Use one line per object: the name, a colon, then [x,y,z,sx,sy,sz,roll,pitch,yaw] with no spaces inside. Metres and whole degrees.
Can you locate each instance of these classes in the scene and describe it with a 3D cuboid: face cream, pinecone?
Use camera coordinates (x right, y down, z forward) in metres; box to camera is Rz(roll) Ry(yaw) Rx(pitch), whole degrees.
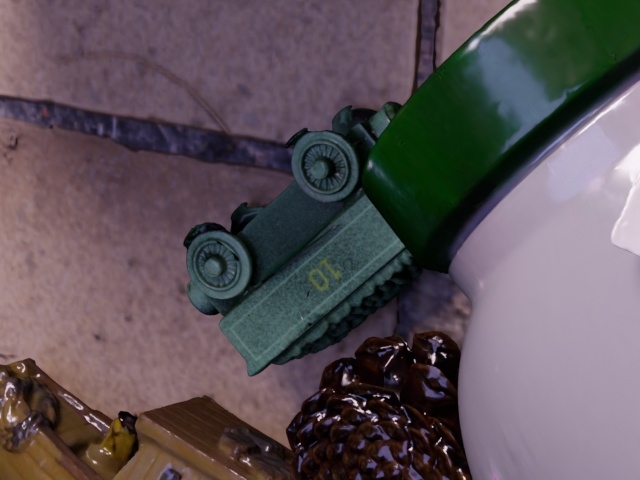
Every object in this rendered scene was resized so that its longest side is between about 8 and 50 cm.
face cream: [0.201,0.050,0.728,0.312,0.219,0.357,-43,77,26]
pinecone: [0.058,0.109,0.888,0.140,0.121,0.140,10,111,27]

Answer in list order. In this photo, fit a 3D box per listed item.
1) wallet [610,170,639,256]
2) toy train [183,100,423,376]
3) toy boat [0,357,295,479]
wallet: [0.141,-0.028,0.629,0.044,0.011,0.083,24,90,19]
toy train: [0.000,0.000,0.931,0.172,0.070,0.099,-41,86,30]
toy boat: [-0.073,0.158,1.000,0.321,0.089,0.121,31,110,24]
